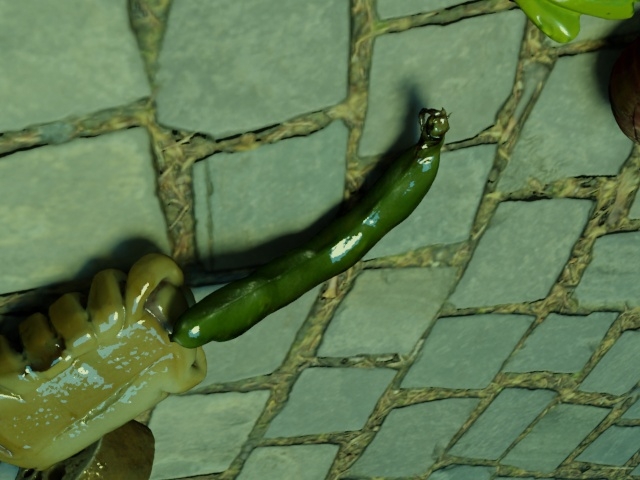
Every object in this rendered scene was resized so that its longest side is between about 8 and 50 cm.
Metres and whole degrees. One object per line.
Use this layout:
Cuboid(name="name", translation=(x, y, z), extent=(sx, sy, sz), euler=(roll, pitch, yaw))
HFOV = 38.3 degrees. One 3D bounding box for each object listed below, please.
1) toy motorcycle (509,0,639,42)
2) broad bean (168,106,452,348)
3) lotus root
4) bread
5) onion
Cuboid(name="toy motorcycle", translation=(0.255, -0.233, 0.665), extent=(0.342, 0.206, 0.142), euler=(-19, 105, -26))
Cuboid(name="broad bean", translation=(0.000, 0.000, 0.791), extent=(0.292, 0.049, 0.144), euler=(-40, 161, -2))
Cuboid(name="lotus root", translation=(-0.214, 0.207, 0.841), extent=(0.112, 0.122, 0.081), euler=(-15, 133, 18))
Cuboid(name="bread", translation=(-0.200, 0.104, 0.775), extent=(0.225, 0.081, 0.134), euler=(-31, 126, -4))
Cuboid(name="onion", translation=(0.340, -0.134, 0.855), extent=(0.206, 0.151, 0.098), euler=(16, 154, -26))
